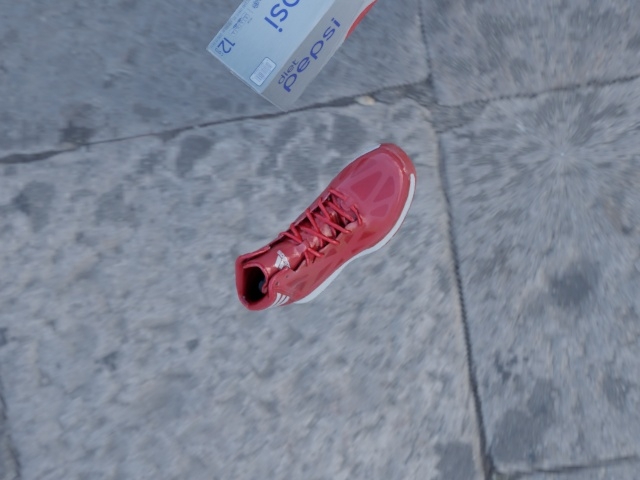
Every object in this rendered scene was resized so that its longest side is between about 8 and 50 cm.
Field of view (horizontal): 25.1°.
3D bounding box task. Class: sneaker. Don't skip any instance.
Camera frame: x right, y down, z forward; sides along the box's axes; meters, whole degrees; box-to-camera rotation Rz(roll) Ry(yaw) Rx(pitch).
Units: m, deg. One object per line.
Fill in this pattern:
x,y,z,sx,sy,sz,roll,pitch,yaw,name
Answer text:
0.000,0.000,1.418,0.087,0.128,0.221,44,119,11,sneaker

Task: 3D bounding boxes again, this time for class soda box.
0.005,-0.288,1.617,0.091,0.098,0.286,40,94,19,soda box
